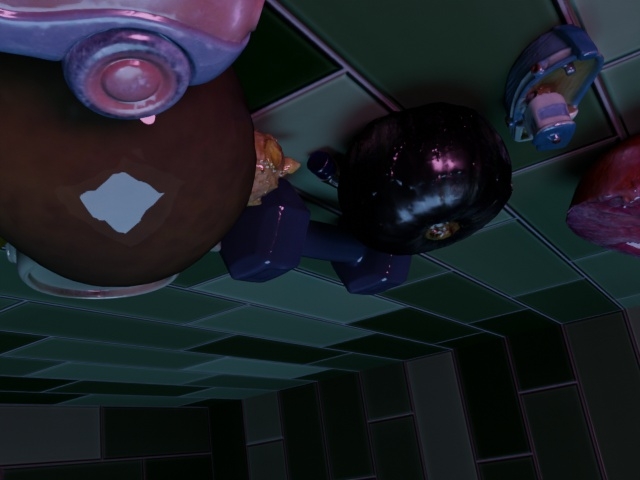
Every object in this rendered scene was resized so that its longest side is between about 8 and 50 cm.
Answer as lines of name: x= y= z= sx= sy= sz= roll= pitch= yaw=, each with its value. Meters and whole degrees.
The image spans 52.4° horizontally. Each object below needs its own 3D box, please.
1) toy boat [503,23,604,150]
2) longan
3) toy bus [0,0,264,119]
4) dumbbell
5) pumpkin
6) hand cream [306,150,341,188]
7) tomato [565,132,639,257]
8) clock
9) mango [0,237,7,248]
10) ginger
toy boat: x=0.277 y=-0.162 z=0.759 sx=0.088 sy=0.102 sz=0.215 roll=-11 pitch=159 yaw=-1
longan: x=-0.192 y=-0.084 z=0.575 sx=0.300 sy=0.243 sz=0.300 roll=10 pitch=146 yaw=7
toy bus: x=-0.141 y=-0.218 z=0.325 sx=0.294 sy=0.197 sz=0.232 roll=8 pitch=144 yaw=-34
dumbbell: x=0.000 y=0.000 z=1.022 sx=0.325 sy=0.160 sz=0.144 roll=11 pitch=-176 yaw=-44
pumpkin: x=0.133 y=-0.076 z=0.843 sx=0.233 sy=0.163 sz=0.233 roll=-10 pitch=161 yaw=-3
hand cream: x=0.041 y=-0.084 z=0.945 sx=0.039 sy=0.062 sz=0.163 roll=-49 pitch=141 yaw=13
tomato: x=0.527 y=-0.088 z=0.973 sx=0.290 sy=0.176 sz=0.335 roll=6 pitch=167 yaw=23
clock: x=-0.318 y=0.006 z=0.958 sx=0.265 sy=0.108 sz=0.324 roll=5 pitch=156 yaw=-34
mango: x=-0.478 y=-0.039 z=0.678 sx=0.329 sy=0.175 sz=0.176 roll=7 pitch=164 yaw=-40
ginger: x=-0.125 y=-0.088 z=0.791 sx=0.216 sy=0.102 sz=0.157 roll=-1 pitch=165 yaw=-21
